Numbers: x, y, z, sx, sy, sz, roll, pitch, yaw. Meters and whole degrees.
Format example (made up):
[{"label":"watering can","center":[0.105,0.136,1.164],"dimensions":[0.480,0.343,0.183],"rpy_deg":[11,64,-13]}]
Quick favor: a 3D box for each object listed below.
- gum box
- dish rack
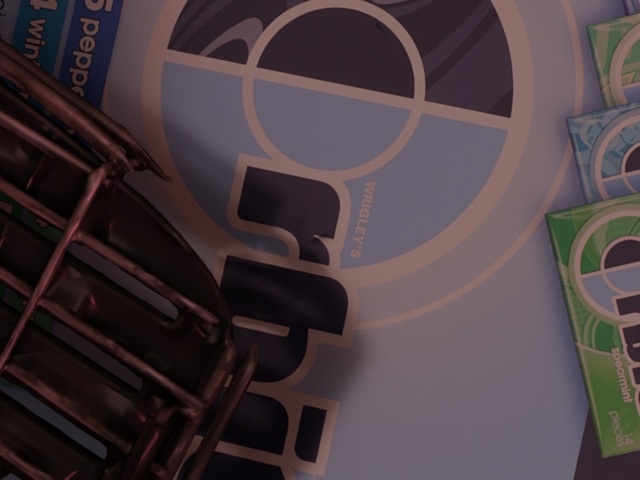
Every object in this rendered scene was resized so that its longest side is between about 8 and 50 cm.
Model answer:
[{"label":"gum box","center":[0.000,0.000,0.427],"dimensions":[0.184,0.041,0.157],"rpy_deg":[12,89,11]},{"label":"dish rack","center":[-0.133,0.070,0.398],"dimensions":[0.208,0.074,0.272],"rpy_deg":[31,101,15]}]
